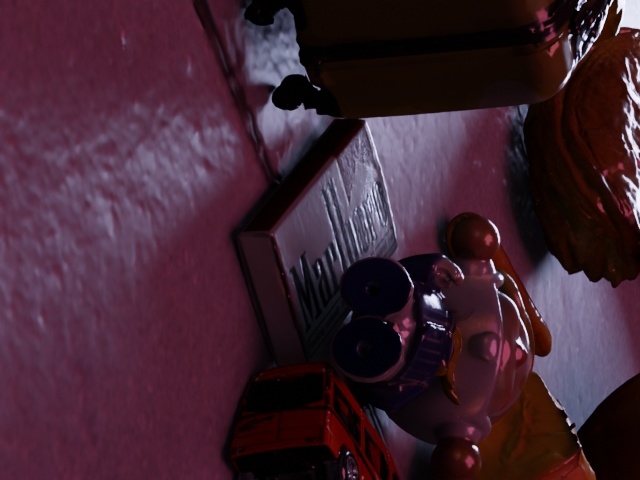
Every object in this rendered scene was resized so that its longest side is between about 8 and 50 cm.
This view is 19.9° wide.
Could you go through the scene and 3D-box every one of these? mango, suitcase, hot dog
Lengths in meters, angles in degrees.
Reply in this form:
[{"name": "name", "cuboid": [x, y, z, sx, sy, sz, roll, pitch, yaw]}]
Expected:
[{"name": "mango", "cuboid": [0.180, 0.246, 1.555, 0.187, 0.138, 0.257, -86, 162, -54]}, {"name": "suitcase", "cuboid": [0.086, -0.189, 1.292, 0.194, 0.234, 0.143, -57, 137, -48]}, {"name": "hot dog", "cuboid": [0.278, -0.089, 1.788, 0.196, 0.122, 0.272, 62, 32, -43]}]

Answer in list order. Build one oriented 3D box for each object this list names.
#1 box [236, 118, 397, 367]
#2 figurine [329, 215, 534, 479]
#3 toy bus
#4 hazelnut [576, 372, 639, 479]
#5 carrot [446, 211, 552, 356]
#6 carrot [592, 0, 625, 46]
[{"name": "box", "cuboid": [0.000, 0.000, 1.327, 0.177, 0.035, 0.115, -52, 133, -52]}, {"name": "figurine", "cuboid": [0.076, 0.087, 1.352, 0.274, 0.133, 0.194, -25, 113, -64]}, {"name": "toy bus", "cuboid": [0.010, 0.175, 1.289, 0.195, 0.081, 0.089, 58, 30, -42]}, {"name": "hazelnut", "cuboid": [0.410, 0.327, 1.768, 0.402, 0.402, 0.429, 60, 32, -42]}, {"name": "carrot", "cuboid": [0.166, 0.046, 1.643, 0.248, 0.043, 0.043, 51, 44, -51]}, {"name": "carrot", "cuboid": [0.203, -0.303, 1.667, 0.302, 0.114, 0.114, 58, 39, -47]}]
